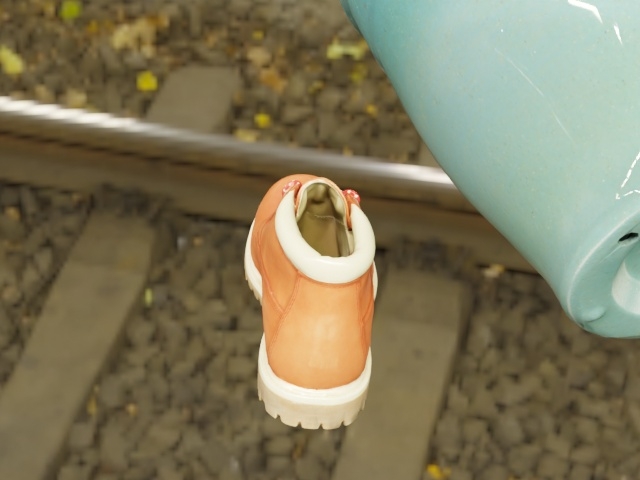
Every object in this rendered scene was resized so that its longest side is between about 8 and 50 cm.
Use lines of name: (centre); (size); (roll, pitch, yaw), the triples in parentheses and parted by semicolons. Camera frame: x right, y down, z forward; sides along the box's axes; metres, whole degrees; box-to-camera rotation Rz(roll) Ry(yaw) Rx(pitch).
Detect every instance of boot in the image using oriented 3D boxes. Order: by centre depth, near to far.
boot: (0.000, 0.000, 0.714); (0.059, 0.084, 0.158); (1, 31, -6)

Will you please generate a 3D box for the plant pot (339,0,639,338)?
plant pot: (0.173, -0.095, 0.940); (0.272, 0.271, 0.255); (-10, 58, -16)
